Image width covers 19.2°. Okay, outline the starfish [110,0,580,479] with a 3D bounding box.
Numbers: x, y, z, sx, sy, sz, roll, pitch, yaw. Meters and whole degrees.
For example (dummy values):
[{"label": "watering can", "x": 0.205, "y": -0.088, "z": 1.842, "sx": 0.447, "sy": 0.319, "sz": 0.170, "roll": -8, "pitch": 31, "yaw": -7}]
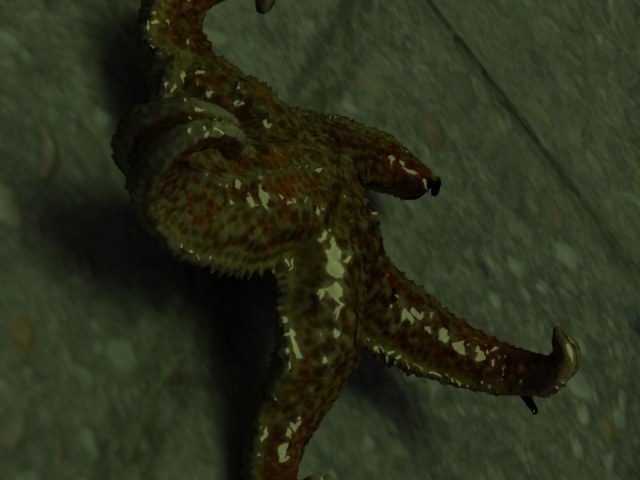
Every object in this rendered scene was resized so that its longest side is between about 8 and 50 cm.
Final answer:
[{"label": "starfish", "x": 0.004, "y": 0.001, "z": 0.939, "sx": 0.303, "sy": 0.113, "sz": 0.312, "roll": 41, "pitch": 31, "yaw": -29}]
